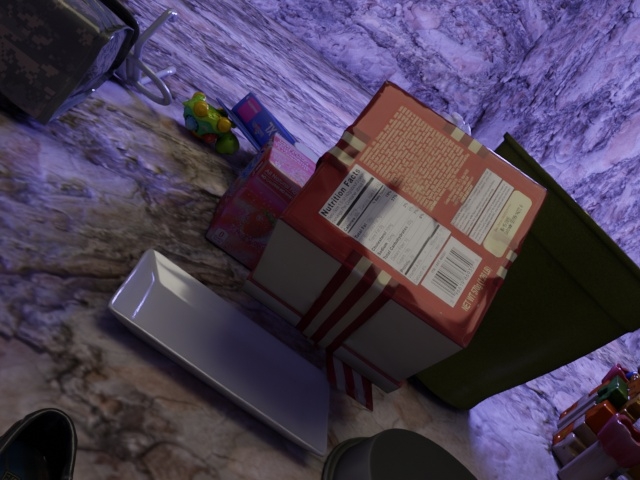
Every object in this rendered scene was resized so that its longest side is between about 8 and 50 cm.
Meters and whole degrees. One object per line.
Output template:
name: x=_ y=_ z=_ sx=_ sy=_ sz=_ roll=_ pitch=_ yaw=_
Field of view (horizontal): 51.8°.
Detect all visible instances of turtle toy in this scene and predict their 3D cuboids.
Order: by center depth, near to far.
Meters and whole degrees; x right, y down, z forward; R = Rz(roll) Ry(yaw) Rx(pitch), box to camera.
turtle toy: x=-0.194 y=-0.205 z=1.175 sx=0.130 sy=0.066 sz=0.095 roll=35 pitch=13 yaw=-25

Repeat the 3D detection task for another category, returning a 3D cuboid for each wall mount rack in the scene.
wall mount rack: x=-0.365 y=-0.376 z=1.141 sx=0.350 sy=0.130 sz=0.304 roll=41 pitch=-15 yaw=-8

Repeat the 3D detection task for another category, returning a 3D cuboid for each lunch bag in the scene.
lunch bag: x=-0.383 y=-0.305 z=0.882 sx=0.235 sy=0.169 sz=0.287 roll=38 pitch=13 yaw=-18

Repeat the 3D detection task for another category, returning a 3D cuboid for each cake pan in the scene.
cake pan: x=0.130 y=0.322 z=0.707 sx=0.293 sy=0.054 sz=0.293 roll=37 pitch=19 yaw=-15

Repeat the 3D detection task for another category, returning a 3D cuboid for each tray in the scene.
tray: x=-0.102 y=0.123 z=0.716 sx=0.270 sy=0.030 sz=0.145 roll=38 pitch=20 yaw=-12

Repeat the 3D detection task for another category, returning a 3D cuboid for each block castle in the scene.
block castle: x=0.637 y=0.414 z=1.255 sx=0.303 sy=0.213 sz=0.453 roll=47 pitch=20 yaw=14

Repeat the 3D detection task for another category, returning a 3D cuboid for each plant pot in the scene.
plant pot: x=0.295 y=0.080 z=1.071 sx=0.366 sy=0.353 sz=0.366 roll=41 pitch=18 yaw=-16

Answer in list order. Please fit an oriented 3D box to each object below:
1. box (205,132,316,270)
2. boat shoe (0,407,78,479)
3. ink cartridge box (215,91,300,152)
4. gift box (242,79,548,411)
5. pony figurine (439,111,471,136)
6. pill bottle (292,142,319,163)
box: x=0.000 y=0.000 z=0.990 sx=0.300 sy=0.154 sz=0.142 roll=38 pitch=20 yaw=-16
boat shoe: x=-0.186 y=0.181 z=0.360 sx=0.080 sy=0.076 sz=0.228 roll=37 pitch=20 yaw=-15
ink cartridge box: x=-0.060 y=-0.162 z=1.255 sx=0.186 sy=0.065 sz=0.311 roll=53 pitch=10 yaw=29
gift box: x=0.082 y=0.029 z=0.766 sx=0.276 sy=0.258 sz=0.255 roll=40 pitch=64 yaw=2
pony figurine: x=0.300 y=-0.104 z=1.694 sx=0.363 sy=0.302 sz=0.351 roll=-112 pitch=180 yaw=-58
pill bottle: x=-0.060 y=-0.090 z=1.085 sx=0.078 sy=0.137 sz=0.078 roll=37 pitch=20 yaw=-15
